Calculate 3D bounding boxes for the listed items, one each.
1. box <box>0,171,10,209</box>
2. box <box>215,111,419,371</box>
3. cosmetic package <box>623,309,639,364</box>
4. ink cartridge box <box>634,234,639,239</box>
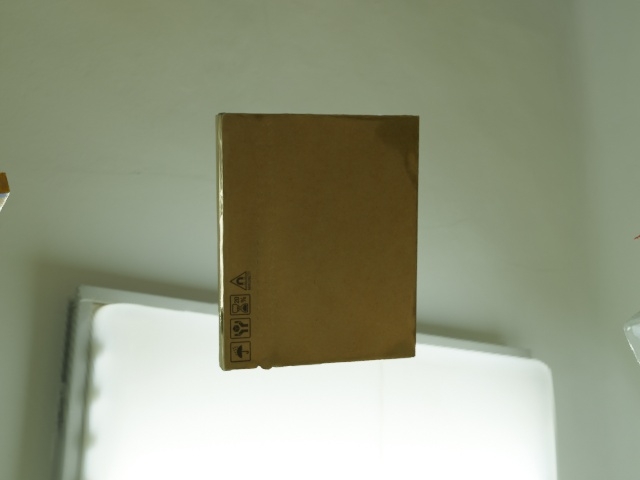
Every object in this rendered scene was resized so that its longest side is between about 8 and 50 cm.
[{"bbox_3d":[-0.411,-0.040,0.935,0.136,0.081,0.028,-14,-100,-33],"label":"box"},{"bbox_3d":[0.000,0.000,0.694,0.164,0.021,0.201,-2,-84,-16],"label":"box"},{"bbox_3d":[0.421,0.202,0.640,0.230,0.161,0.453,-26,-89,-49],"label":"cosmetic package"},{"bbox_3d":[0.310,-0.106,0.577,0.224,0.181,0.056,-37,-95,-22],"label":"ink cartridge box"}]
